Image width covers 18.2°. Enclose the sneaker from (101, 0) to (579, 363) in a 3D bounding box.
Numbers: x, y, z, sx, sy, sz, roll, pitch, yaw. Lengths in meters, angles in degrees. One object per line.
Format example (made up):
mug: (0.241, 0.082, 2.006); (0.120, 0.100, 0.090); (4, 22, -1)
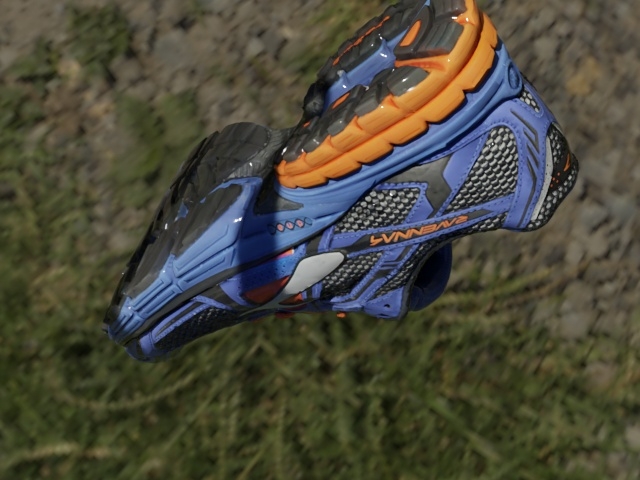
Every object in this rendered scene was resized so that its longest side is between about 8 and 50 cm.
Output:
sneaker: (0.000, 0.000, 0.694); (0.087, 0.083, 0.221); (40, 140, -17)
